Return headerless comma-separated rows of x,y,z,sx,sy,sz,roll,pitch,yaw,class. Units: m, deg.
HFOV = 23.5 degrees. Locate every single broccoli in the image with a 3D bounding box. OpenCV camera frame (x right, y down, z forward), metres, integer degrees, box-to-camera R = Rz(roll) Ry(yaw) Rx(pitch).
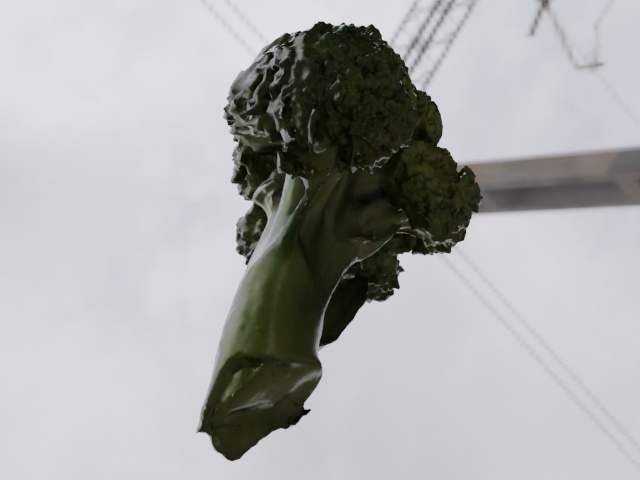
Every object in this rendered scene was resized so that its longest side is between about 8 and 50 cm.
0.021,-0.027,1.039,0.186,0.302,0.254,7,-66,-7,broccoli
